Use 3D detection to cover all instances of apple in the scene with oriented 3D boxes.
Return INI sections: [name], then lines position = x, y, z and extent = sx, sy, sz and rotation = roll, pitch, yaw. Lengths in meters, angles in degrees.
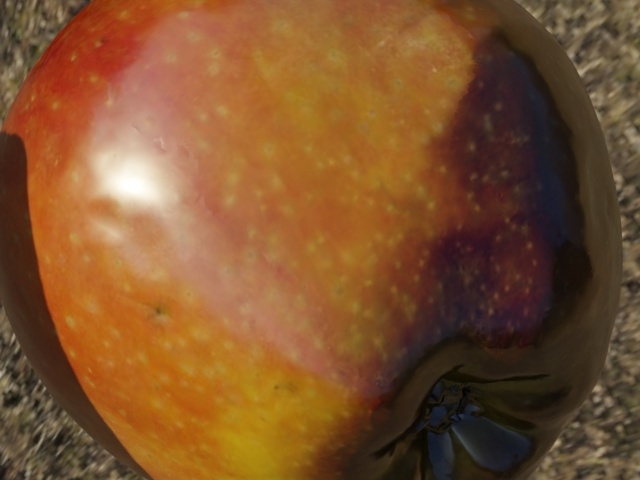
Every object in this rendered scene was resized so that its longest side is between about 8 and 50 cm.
[apple]
position = 0.000, 0.000, 0.566
extent = 0.230, 0.230, 0.230
rotation = 5, 72, -16
